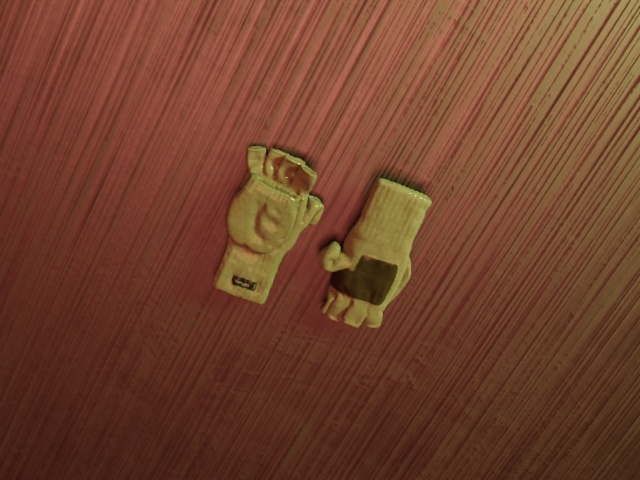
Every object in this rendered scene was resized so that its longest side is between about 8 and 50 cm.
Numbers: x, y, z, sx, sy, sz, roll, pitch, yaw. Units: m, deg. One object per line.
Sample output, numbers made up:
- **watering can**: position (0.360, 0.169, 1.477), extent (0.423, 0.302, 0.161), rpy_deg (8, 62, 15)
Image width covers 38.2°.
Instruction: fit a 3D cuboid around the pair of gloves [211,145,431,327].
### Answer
- **pair of gloves**: position (0.000, 0.000, 1.142), extent (0.240, 0.042, 0.204), rpy_deg (14, 115, -2)
